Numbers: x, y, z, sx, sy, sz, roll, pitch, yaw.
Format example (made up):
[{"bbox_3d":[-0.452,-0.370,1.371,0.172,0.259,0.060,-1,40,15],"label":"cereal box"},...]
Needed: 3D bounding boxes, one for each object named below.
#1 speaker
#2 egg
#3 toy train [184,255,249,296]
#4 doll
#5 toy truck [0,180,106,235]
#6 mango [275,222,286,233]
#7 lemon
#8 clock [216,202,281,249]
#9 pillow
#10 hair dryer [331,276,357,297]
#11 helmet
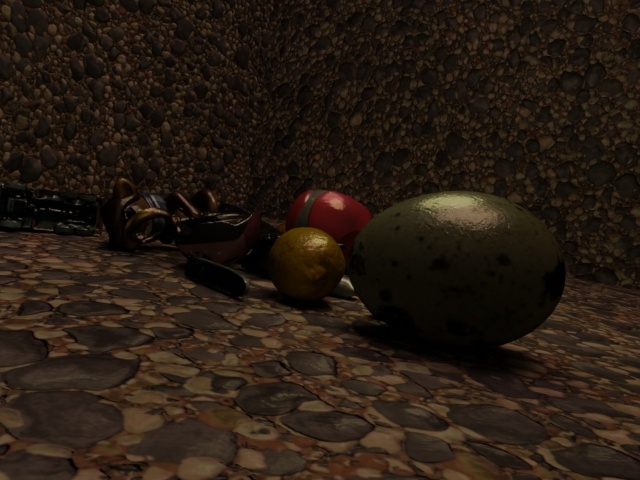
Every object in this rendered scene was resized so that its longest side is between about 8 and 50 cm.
[{"bbox_3d":[0.023,-0.039,1.706,0.295,0.293,0.294,9,5,-1],"label":"speaker"},{"bbox_3d":[0.238,0.053,0.944,0.380,0.287,0.287,-4,3,10],"label":"egg"},{"bbox_3d":[-0.218,0.082,1.138,0.234,0.052,0.051,13,2,44],"label":"toy train"},{"bbox_3d":[-0.466,-0.047,1.534,0.340,0.209,0.318,7,-27,-39],"label":"doll"},{"bbox_3d":[-0.840,-0.094,1.590,0.306,0.136,0.162,8,-3,-43],"label":"toy truck"},{"bbox_3d":[-0.106,-0.001,1.924,0.152,0.120,0.221,12,-2,0],"label":"mango"},{"bbox_3d":[-0.031,0.054,1.151,0.170,0.169,0.207,7,7,-25],"label":"lemon"},{"bbox_3d":[-0.208,-0.020,1.633,0.281,0.055,0.280,29,-13,7],"label":"clock"},{"bbox_3d":[-0.073,0.040,1.432,0.250,0.105,0.186,7,-29,-29],"label":"pillow"},{"bbox_3d":[0.011,0.103,1.356,0.207,0.075,0.237,17,-2,11],"label":"hair dryer"},{"bbox_3d":[-0.263,-0.003,1.386,0.199,0.154,0.253,-2,1,37],"label":"helmet"}]
